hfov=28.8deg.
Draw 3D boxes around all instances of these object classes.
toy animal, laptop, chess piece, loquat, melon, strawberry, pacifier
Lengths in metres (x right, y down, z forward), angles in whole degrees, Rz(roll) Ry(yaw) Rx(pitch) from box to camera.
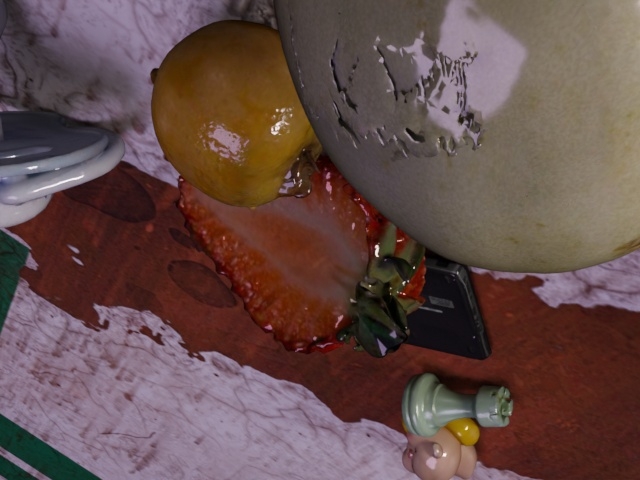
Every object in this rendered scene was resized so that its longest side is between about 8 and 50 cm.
[{"bbox_3d":[0.121,0.232,1.360,0.091,0.082,0.114,20,149,22],"label":"toy animal"},{"bbox_3d":[0.058,0.053,1.209,0.207,0.026,0.154,13,144,29],"label":"laptop"},{"bbox_3d":[0.142,0.169,1.275,0.103,0.067,0.067,-5,135,33],"label":"chess piece"},{"bbox_3d":[-0.061,-0.100,0.984,0.163,0.137,0.163,19,131,24],"label":"loquat"},{"bbox_3d":[0.106,-0.137,0.652,0.268,0.268,0.330,14,138,27],"label":"melon"},{"bbox_3d":[0.000,0.000,1.109,0.286,0.106,0.188,34,122,33],"label":"strawberry"},{"bbox_3d":[-0.307,-0.134,1.148,0.287,0.238,0.225,31,130,59],"label":"pacifier"}]
